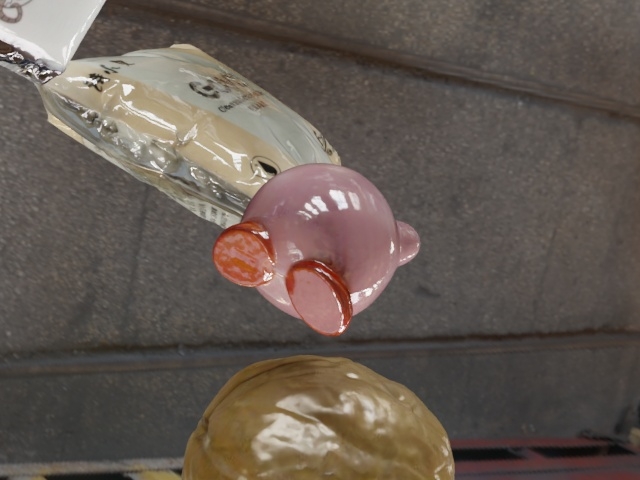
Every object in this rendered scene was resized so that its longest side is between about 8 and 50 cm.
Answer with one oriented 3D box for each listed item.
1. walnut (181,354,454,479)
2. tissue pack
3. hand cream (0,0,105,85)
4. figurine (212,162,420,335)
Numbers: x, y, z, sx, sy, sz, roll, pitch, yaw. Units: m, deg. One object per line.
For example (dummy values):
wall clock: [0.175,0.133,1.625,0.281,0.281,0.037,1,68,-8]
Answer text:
walnut: [-0.001,0.278,1.123,0.313,0.252,0.277,29,65,-9]
tissue pack: [-0.159,-0.128,1.323,0.195,0.390,0.375,-60,176,15]
hand cream: [-0.089,-0.231,0.460,0.336,0.076,0.121,-57,143,4]
figurine: [0.000,0.000,1.000,0.173,0.173,0.173,-13,112,-36]
